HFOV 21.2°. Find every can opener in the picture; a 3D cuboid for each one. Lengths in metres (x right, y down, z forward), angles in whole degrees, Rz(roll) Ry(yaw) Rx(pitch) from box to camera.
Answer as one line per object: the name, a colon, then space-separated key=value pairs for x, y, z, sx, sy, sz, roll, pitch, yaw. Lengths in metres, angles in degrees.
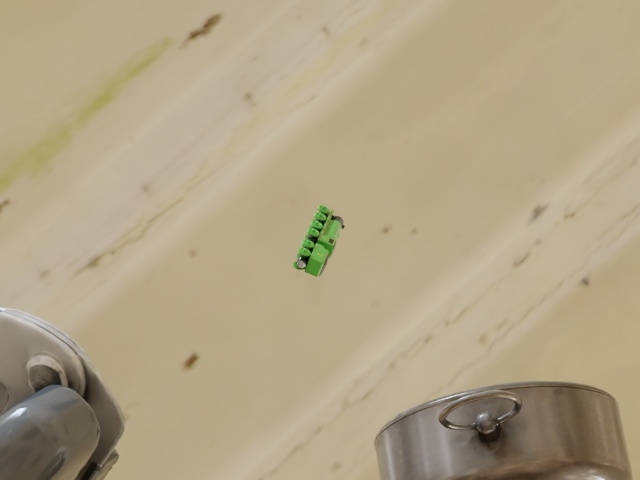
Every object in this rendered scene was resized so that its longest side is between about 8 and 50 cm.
can opener: x=-0.167 y=0.141 z=0.682 sx=0.074 sy=0.093 sz=0.280 roll=40 pitch=-61 yaw=11

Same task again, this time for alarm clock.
alarm clock: x=0.091 y=0.113 z=0.869 sx=0.129 sy=0.064 sz=0.192 roll=-11 pitch=-28 yaw=9

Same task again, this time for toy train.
toy train: x=0.000 y=0.000 z=1.193 sx=0.023 sy=0.083 sz=0.017 roll=22 pitch=-60 yaw=1
